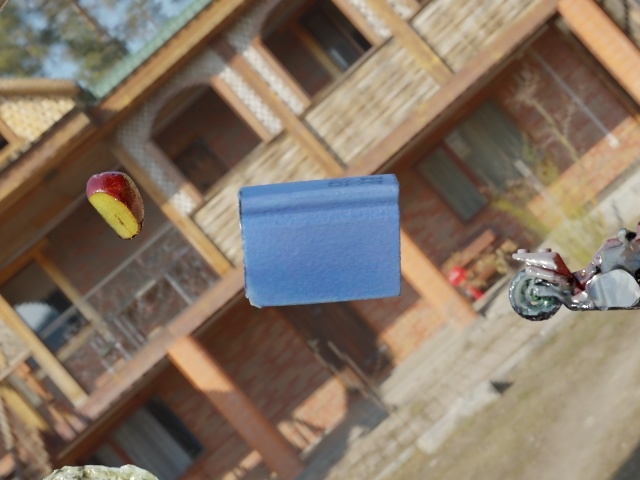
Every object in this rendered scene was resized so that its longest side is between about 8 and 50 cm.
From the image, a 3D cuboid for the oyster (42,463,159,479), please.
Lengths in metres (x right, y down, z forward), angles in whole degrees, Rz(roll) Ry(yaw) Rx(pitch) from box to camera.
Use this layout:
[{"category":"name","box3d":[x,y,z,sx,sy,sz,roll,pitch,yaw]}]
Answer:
[{"category":"oyster","box3d":[-0.152,0.183,0.764,0.100,0.098,0.037,-32,21,21]}]

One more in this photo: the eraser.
[{"category":"eraser","box3d":[0.000,0.000,0.605,0.085,0.063,0.027,-4,22,-4]}]

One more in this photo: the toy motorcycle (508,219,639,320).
[{"category":"toy motorcycle","box3d":[0.325,0.033,1.336,0.213,0.122,0.082,-3,-10,18]}]

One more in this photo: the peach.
[{"category":"peach","box3d":[-0.244,-0.045,1.393,0.050,0.083,0.077,-21,-14,22]}]

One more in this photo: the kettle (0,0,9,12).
[{"category":"kettle","box3d":[-0.314,-0.244,0.851,0.271,0.207,0.251,-20,11,44]}]
